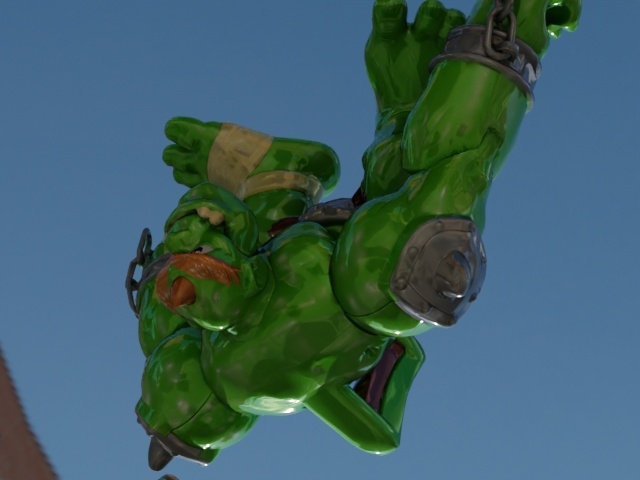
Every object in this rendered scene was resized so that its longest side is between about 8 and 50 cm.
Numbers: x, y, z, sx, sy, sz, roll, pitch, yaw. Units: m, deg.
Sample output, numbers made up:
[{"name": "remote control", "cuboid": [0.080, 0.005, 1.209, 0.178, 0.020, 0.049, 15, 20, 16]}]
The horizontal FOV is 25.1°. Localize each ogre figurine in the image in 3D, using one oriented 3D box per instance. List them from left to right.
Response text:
[{"name": "ogre figurine", "cuboid": [0.000, 0.000, 0.457, 0.197, 0.118, 0.097, -16, -48, 25]}]

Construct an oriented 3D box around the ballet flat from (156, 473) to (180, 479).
[{"name": "ballet flat", "cuboid": [-0.069, 0.195, 0.876, 0.041, 0.041, 0.114, -32, -115, 17]}]
